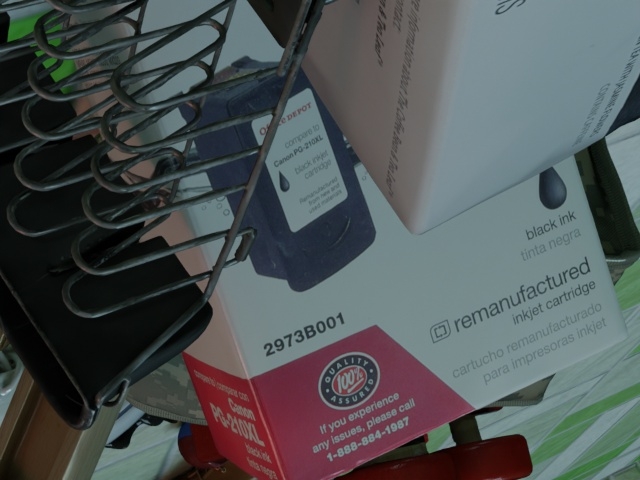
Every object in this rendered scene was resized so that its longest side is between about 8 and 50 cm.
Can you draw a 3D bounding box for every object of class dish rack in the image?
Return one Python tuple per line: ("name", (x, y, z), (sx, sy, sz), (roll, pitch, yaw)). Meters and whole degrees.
("dish rack", (-0.087, -0.083, 0.536), (0.074, 0.208, 0.271), (-28, 162, -28))

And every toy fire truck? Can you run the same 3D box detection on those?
("toy fire truck", (0.018, 0.153, 1.415), (0.254, 0.169, 0.302), (-19, 169, 34))

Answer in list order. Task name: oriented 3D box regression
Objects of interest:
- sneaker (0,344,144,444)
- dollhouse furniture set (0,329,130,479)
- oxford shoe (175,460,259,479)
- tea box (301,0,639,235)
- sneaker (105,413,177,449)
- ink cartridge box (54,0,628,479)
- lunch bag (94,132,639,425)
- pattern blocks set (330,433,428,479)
("sneaker", (-0.196, 0.096, 1.009), (0.258, 0.094, 0.091), (-28, 154, -20))
("dollhouse furniture set", (-0.206, 0.082, 0.846), (0.123, 0.151, 0.144), (5, 112, -59))
("oxford shoe", (-0.105, 0.230, 1.571), (0.212, 0.076, 0.076), (-26, 135, -18))
("tea box", (0.122, -0.213, 0.472), (0.323, 0.220, 0.329), (-26, 162, -11))
("sneaker", (-0.108, 0.086, 1.122), (0.063, 0.075, 0.170), (23, 130, -39))
("ink cartridge box", (0.007, -0.040, 0.704), (0.172, 0.237, 0.100), (-23, -167, -19))
("lunch bag", (0.000, 0.000, 0.918), (0.287, 0.169, 0.235), (-5, 156, -8))
("pattern blocks set", (-0.059, 0.274, 1.628), (0.325, 0.026, 0.285), (-21, -176, 16))
